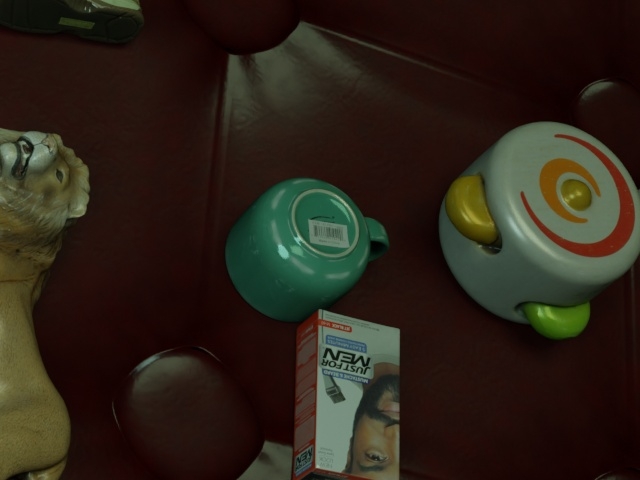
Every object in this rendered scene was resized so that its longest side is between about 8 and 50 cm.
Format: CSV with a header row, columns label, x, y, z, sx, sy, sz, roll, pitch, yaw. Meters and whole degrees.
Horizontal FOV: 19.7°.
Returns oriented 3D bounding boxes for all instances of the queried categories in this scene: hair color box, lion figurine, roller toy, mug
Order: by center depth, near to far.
label,x,y,z,sx,sy,sz,roll,pitch,yaw
lion figurine,-0.291,0.093,1.607,0.240,0.142,0.392,-3,80,-39
hair color box,0.026,0.158,1.782,0.093,0.053,0.167,14,59,-23
mug,-0.008,-0.004,1.822,0.129,0.097,0.158,45,52,0
roller toy,0.233,-0.023,1.938,0.209,0.146,0.191,39,52,-5

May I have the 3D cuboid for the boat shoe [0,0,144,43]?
label,x,y,z,sx,sy,sz,roll,pitch,yaw
boat shoe,-0.269,-0.247,1.837,0.190,0.068,0.072,13,46,-35
